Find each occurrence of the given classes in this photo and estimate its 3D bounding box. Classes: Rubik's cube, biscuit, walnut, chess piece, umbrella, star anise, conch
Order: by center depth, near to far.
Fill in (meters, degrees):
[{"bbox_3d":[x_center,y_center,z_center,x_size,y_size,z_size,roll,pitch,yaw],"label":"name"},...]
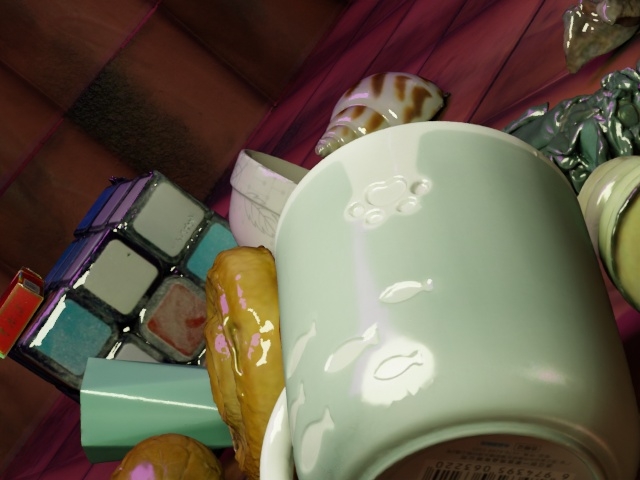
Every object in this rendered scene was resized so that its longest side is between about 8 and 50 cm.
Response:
[{"bbox_3d":[0.277,-0.018,1.050,0.133,0.133,0.243,-49,8,6],"label":"chess piece"},{"bbox_3d":[0.258,-0.092,1.390,0.143,0.094,0.349,-62,13,-21],"label":"umbrella"},{"bbox_3d":[-0.083,0.152,1.506,0.102,0.296,0.296,-8,6,-11],"label":"biscuit"},{"bbox_3d":[0.389,-0.329,1.596,0.257,0.110,0.198,-51,10,-32],"label":"star anise"},{"bbox_3d":[-0.196,0.335,1.617,0.167,0.167,0.207,-51,10,0],"label":"walnut"},{"bbox_3d":[-0.267,0.131,2.018,0.358,0.363,0.362,-56,17,-17],"label":"Rubik's cube"},{"bbox_3d":[0.095,-0.204,2.191,0.183,0.149,0.275,-42,11,52],"label":"conch"}]

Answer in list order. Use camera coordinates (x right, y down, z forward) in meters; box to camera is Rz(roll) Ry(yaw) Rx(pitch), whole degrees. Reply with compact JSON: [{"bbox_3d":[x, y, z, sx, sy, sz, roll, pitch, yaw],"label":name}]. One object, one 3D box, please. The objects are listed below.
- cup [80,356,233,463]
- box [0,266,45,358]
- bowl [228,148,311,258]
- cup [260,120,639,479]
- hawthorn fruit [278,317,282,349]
[{"bbox_3d":[-0.207,0.230,1.740,0.148,0.236,0.134,84,-178,-63],"label":"cup"},{"bbox_3d":[-0.468,0.106,1.904,0.112,0.048,0.175,-57,13,-1],"label":"box"},{"bbox_3d":[0.000,0.000,1.666,0.287,0.287,0.143,-122,55,-77],"label":"bowl"},{"bbox_3d":[0.067,0.124,0.967,0.356,0.259,0.274,-45,31,29],"label":"cup"},{"bbox_3d":[0.045,0.088,1.252,0.207,0.207,0.243,-50,-22,1],"label":"hawthorn fruit"}]
